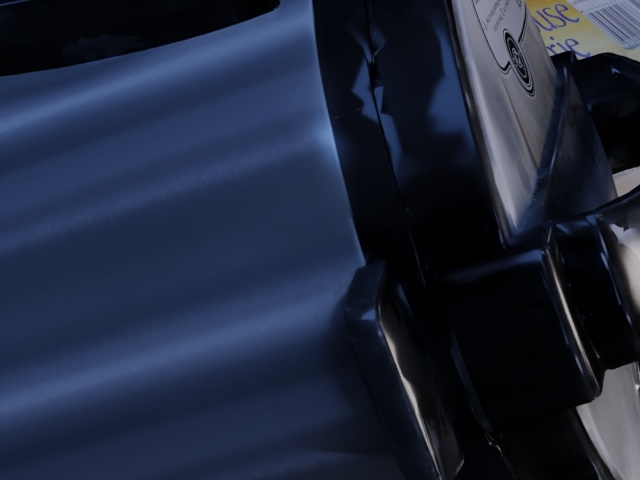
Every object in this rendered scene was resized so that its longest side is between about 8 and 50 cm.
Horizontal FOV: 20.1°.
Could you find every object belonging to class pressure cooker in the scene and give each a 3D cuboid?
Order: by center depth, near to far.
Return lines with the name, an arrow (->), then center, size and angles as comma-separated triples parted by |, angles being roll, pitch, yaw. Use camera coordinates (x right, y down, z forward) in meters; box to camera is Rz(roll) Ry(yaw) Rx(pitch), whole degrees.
pressure cooker -> 0.006, 0.017, 0.950 | 0.420, 0.375, 0.370 | -17, 58, 16

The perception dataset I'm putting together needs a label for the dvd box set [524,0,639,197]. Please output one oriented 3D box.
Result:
dvd box set -> 0.256, -0.030, 1.232 | 0.420, 0.062, 0.307 | 43, 38, 21
